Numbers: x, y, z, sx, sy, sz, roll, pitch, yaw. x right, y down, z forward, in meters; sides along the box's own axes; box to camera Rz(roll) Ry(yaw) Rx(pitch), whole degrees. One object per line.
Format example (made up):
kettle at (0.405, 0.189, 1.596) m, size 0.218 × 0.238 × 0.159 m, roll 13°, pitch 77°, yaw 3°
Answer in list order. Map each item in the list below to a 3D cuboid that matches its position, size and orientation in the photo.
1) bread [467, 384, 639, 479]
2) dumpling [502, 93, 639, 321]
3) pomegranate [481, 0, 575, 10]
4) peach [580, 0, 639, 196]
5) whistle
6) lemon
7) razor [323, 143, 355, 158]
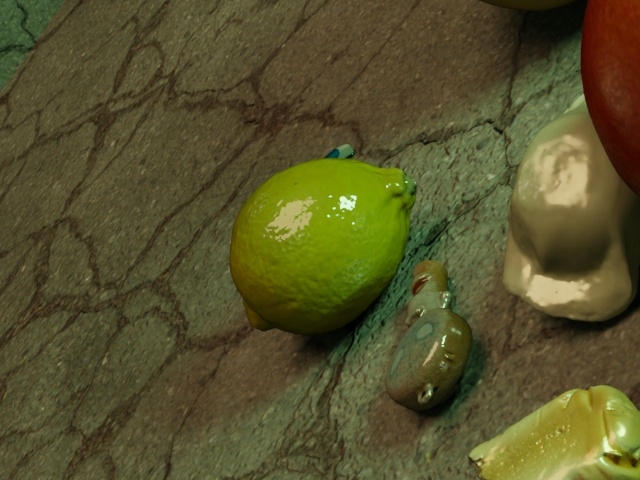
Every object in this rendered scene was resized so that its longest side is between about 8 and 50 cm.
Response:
bread at (0.200, 0.199, 1.462) m, size 0.177 × 0.084 × 0.119 m, roll -37°, pitch 31°, yaw 21°
dumpling at (0.245, -0.038, 1.661) m, size 0.162 × 0.132 × 0.250 m, roll -13°, pitch 58°, yaw 36°
pomegranate at (0.240, -0.450, 1.963) m, size 0.411 × 0.411 × 0.411 m, roll -36°, pitch 30°, yaw 24°
peach at (0.375, -0.151, 1.451) m, size 0.308 × 0.308 × 0.332 m, roll -48°, pitch 34°, yaw 1°
whistle at (0.112, 0.097, 1.764) m, size 0.107 × 0.057 × 0.220 m, roll -50°, pitch 19°, yaw 29°
lemon at (0.000, 0.000, 1.917) m, size 0.248 × 0.184 × 0.184 m, roll -43°, pitch 27°, yaw 14°
razor at (-0.019, -0.048, 2.159) m, size 0.068 × 0.037 × 0.191 m, roll 0°, pitch 54°, yaw 57°
